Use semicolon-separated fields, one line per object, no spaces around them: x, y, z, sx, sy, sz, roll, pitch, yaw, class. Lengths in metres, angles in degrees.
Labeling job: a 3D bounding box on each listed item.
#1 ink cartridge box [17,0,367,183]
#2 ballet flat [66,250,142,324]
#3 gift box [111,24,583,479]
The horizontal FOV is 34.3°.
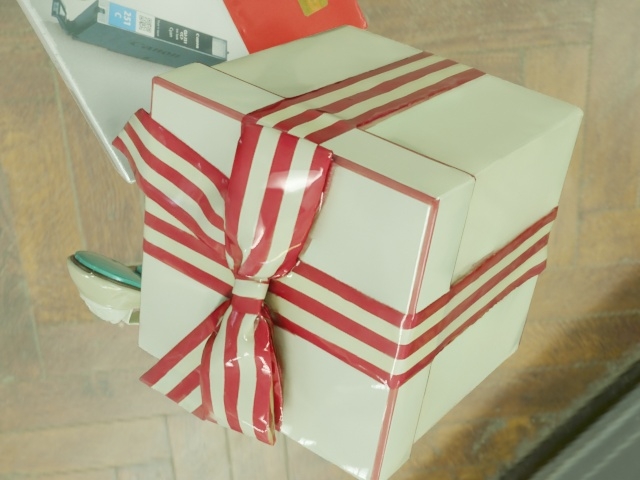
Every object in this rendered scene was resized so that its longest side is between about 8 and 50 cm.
-0.115;-0.237;0.823;0.261;0.066;0.296;-32;112;-11;ink cartridge box
-0.232;0.066;1.261;0.086;0.248;0.086;-3;84;25;ballet flat
0.000;0.000;0.761;0.276;0.258;0.255;20;121;29;gift box
